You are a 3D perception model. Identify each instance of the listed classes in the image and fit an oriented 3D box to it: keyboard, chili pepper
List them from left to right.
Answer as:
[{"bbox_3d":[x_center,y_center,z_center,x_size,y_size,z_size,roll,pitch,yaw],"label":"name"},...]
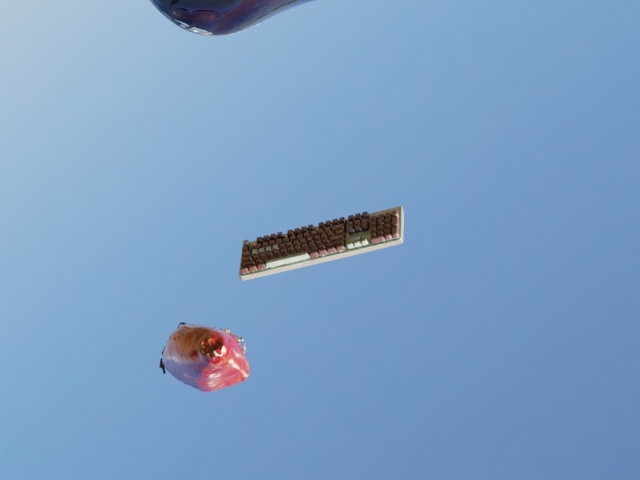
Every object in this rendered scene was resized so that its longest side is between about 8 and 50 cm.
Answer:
[{"bbox_3d":[-0.104,0.107,1.577,0.169,0.088,0.065,137,-38,-82],"label":"chili pepper"},{"bbox_3d":[0.000,0.000,1.638,0.166,0.017,0.055,-13,-145,14],"label":"keyboard"}]

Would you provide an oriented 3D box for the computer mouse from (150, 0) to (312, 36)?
[{"bbox_3d":[-0.037,-0.214,1.126,0.233,0.137,0.096,-17,168,-29],"label":"computer mouse"}]
